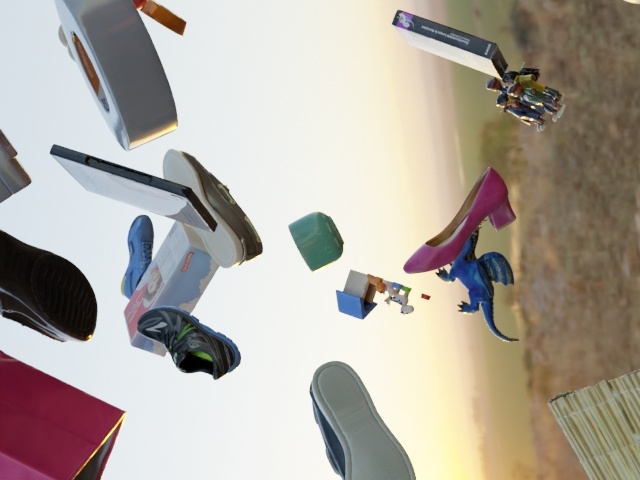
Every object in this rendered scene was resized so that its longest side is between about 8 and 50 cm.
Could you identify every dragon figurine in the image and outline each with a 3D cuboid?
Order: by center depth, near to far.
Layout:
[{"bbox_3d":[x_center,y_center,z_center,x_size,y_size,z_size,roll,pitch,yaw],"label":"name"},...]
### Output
[{"bbox_3d":[0.328,0.077,2.099,0.289,0.085,0.144,59,142,8],"label":"dragon figurine"}]

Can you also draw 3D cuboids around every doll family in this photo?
[{"bbox_3d":[0.329,-0.235,1.703,0.193,0.111,0.076,125,170,-77],"label":"doll family"}]

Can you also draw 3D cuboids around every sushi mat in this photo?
[{"bbox_3d":[0.388,0.274,1.171,0.316,0.151,0.019,59,-152,-18],"label":"sushi mat"}]

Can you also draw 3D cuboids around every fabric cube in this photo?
[{"bbox_3d":[-0.524,0.387,1.772,0.259,0.258,0.254,-56,-9,-68],"label":"fabric cube"}]

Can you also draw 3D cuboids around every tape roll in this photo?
[{"bbox_3d":[-0.259,-0.226,1.320,0.219,0.072,0.219,57,164,27],"label":"tape roll"}]

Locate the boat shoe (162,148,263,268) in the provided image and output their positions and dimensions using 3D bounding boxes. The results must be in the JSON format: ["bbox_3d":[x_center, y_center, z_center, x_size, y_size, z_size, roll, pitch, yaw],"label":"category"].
[{"bbox_3d":[-0.229,-0.073,2.186,0.305,0.091,0.109,55,134,22],"label":"boat shoe"}]

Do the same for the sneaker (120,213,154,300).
[{"bbox_3d":[-0.415,0.045,2.462,0.069,0.082,0.209,6,-84,-44],"label":"sneaker"}]

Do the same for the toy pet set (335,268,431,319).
[{"bbox_3d":[0.079,0.086,1.479,0.122,0.114,0.065,24,-96,-60],"label":"toy pet set"}]

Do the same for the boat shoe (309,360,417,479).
[{"bbox_3d":[0.069,0.337,1.656,0.091,0.114,0.302,98,155,-61],"label":"boat shoe"}]

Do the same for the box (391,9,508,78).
[{"bbox_3d":[0.195,-0.293,1.561,0.029,0.162,0.116,-68,-19,2],"label":"box"}]

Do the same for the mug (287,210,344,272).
[{"bbox_3d":[-0.004,-0.006,2.430,0.129,0.097,0.158,61,-174,-15],"label":"mug"}]

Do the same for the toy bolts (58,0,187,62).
[{"bbox_3d":[-0.367,-0.374,1.853,0.158,0.218,0.228,-57,12,8],"label":"toy bolts"}]

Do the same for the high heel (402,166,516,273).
[{"bbox_3d":[0.244,-0.034,1.942,0.117,0.244,0.082,61,-179,-23],"label":"high heel"}]

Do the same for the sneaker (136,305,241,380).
[{"bbox_3d":[-0.215,0.162,1.640,0.078,0.188,0.067,-42,-32,-45],"label":"sneaker"}]

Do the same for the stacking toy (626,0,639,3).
[{"bbox_3d":[0.687,-0.465,1.755,0.480,0.351,0.350,11,114,57],"label":"stacking toy"}]

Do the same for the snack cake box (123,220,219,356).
[{"bbox_3d":[-0.325,0.101,2.273,0.264,0.089,0.152,-58,29,14],"label":"snack cake box"}]

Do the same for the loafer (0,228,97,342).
[{"bbox_3d":[-0.543,0.072,1.839,0.366,0.130,0.133,43,-137,-40],"label":"loafer"}]

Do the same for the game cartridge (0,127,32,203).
[{"bbox_3d":[-0.703,-0.193,1.856,0.355,0.230,0.068,58,-178,-17],"label":"game cartridge"}]

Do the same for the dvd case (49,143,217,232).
[{"bbox_3d":[-0.307,-0.085,1.732,0.180,0.253,0.022,64,-134,-71],"label":"dvd case"}]
